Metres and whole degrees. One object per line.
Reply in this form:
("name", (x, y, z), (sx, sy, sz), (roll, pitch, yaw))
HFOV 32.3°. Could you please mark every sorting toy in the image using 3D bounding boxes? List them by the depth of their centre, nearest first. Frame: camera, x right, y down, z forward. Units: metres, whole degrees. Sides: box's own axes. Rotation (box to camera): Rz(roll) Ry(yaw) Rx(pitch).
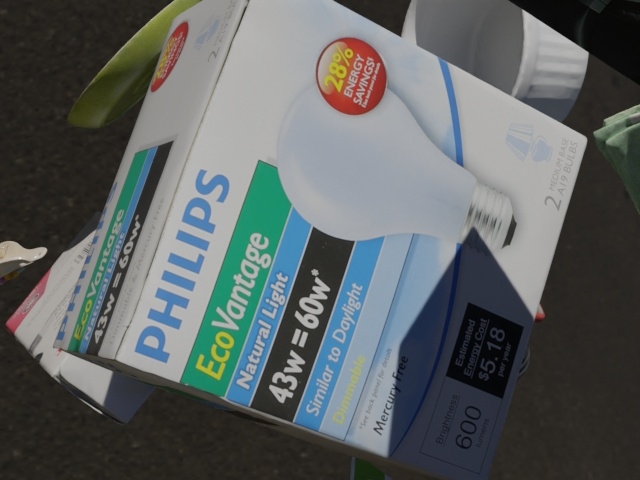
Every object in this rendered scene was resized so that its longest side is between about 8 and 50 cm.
("sorting toy", (-0.337, 0.024, 1.193), (0.083, 0.075, 0.044), (-30, 104, -67))

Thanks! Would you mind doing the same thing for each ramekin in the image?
("ramekin", (0.241, -0.259, 1.534), (0.135, 0.277, 0.277), (-1, 81, -32))

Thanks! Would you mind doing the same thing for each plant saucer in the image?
("plant saucer", (-0.228, -0.224, 1.422), (0.037, 0.241, 0.241), (44, 37, -6))

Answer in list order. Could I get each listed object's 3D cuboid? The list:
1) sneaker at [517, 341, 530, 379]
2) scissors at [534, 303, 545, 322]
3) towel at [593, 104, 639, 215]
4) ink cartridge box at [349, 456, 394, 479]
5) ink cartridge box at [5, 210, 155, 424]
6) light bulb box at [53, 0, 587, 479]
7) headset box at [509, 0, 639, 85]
("sneaker", (0.183, 0.175, 1.682), (0.104, 0.296, 0.146), (-79, 152, -46))
("scissors", (0.282, 0.033, 1.771), (0.109, 0.021, 0.297), (32, 19, -22))
("towel", (0.503, -0.086, 1.232), (0.247, 0.325, 0.038), (55, 35, -22))
("ink cartridge box", (0.108, 0.396, 1.342), (0.255, 0.097, 0.189), (39, 12, -5))
("ink cartridge box", (-0.265, 0.089, 1.392), (0.117, 0.283, 0.207), (43, 79, -26))
("light bulb box", (0.000, 0.000, 1.024), (0.361, 0.225, 0.357), (23, 78, -23))
("headset box", (0.274, -0.179, 0.642), (0.131, 0.246, 0.283), (-56, 177, -21))
